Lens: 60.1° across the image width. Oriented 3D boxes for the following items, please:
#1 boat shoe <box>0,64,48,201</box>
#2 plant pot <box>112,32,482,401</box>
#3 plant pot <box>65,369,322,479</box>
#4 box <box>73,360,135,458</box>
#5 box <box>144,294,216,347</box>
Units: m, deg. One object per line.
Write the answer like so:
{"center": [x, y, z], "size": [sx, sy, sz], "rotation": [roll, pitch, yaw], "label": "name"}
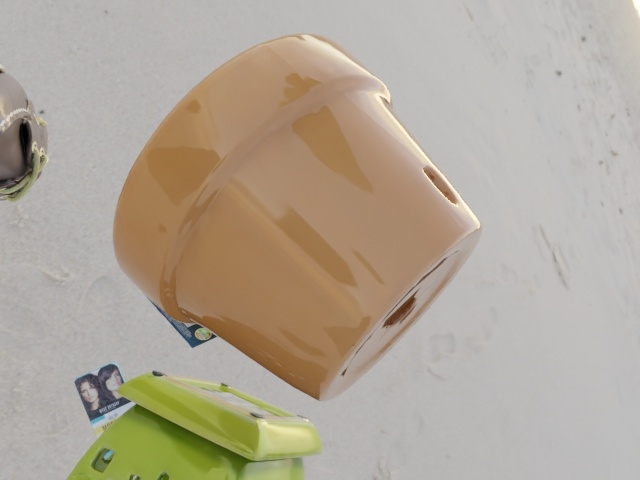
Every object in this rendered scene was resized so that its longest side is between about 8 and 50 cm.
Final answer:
{"center": [-0.314, -0.091, 0.533], "size": [0.097, 0.324, 0.116], "rotation": [44, 75, -26], "label": "boat shoe"}
{"center": [0.000, 0.000, 0.492], "size": [0.203, 0.291, 0.291], "rotation": [43, 21, 19], "label": "plant pot"}
{"center": [-0.138, 0.282, 0.653], "size": [0.228, 0.227, 0.207], "rotation": [40, 68, -62], "label": "plant pot"}
{"center": [-0.466, 0.407, 1.262], "size": [0.100, 0.060, 0.244], "rotation": [-23, 83, -21], "label": "box"}
{"center": [-0.202, 0.020, 0.806], "size": [0.159, 0.044, 0.233], "rotation": [58, 12, -31], "label": "box"}
